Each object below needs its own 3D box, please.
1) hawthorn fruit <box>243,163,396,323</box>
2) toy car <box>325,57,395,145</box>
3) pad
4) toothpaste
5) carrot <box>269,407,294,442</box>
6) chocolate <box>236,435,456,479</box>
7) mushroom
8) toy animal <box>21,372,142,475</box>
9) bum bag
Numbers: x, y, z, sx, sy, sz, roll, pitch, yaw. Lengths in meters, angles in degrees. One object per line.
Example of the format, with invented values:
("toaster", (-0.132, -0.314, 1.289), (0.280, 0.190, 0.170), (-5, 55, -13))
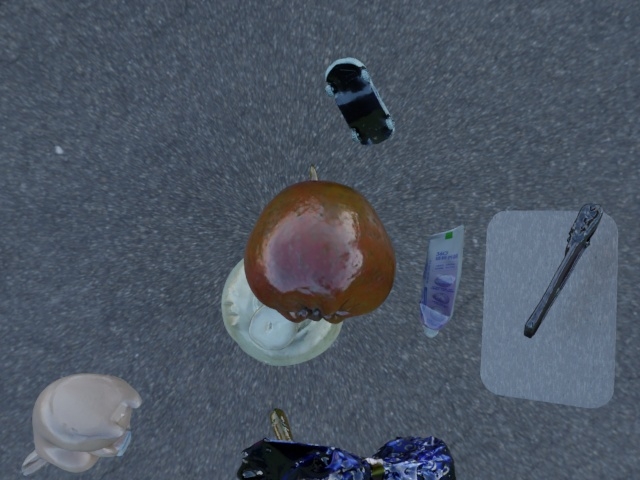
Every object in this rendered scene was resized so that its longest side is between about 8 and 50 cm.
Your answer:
("hawthorn fruit", (0.000, 0.000, 1.098), (0.276, 0.277, 0.298), (-2, 76, -3))
("toy car", (0.083, -0.288, 1.245), (0.095, 0.056, 0.205), (-17, 122, 26))
("pad", (0.316, 0.089, 0.834), (0.176, 0.002, 0.266), (1, 84, 29))
("toothpaste", (0.231, 0.088, 1.163), (0.075, 0.048, 0.301), (0, 134, 2))
("carrot", (-0.073, 0.541, 1.513), (0.049, 0.049, 0.254), (-25, 60, -3))
("chocolate", (0.046, 0.314, 0.788), (0.343, 0.148, 0.126), (20, 113, -39))
("mushroom", (-0.099, 0.183, 1.495), (0.315, 0.356, 0.315), (9, 133, 10))
("toy animal", (-0.518, 0.399, 1.312), (0.212, 0.195, 0.256), (21, 131, -5))
("bum bag", (0.271, 0.038, 0.682), (0.026, 0.109, 0.159), (30, 87, 23))
